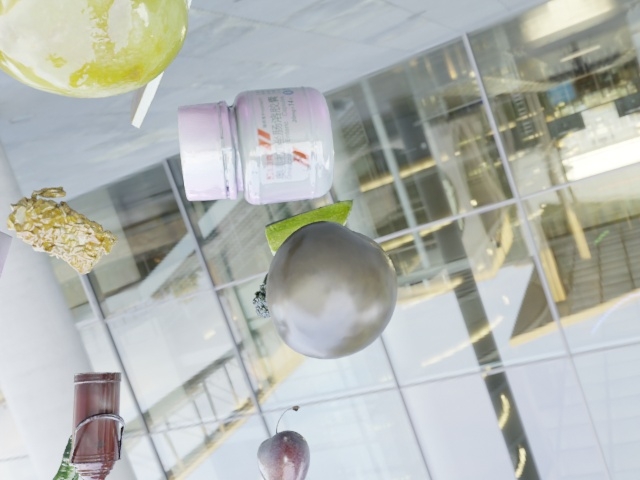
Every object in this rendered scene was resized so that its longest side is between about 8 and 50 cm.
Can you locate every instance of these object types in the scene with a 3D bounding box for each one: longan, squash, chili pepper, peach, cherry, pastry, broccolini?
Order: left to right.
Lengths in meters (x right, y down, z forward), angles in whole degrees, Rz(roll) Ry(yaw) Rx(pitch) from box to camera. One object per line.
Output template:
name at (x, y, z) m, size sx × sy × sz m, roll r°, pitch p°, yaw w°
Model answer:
pastry at (-0.623, -0.032, 1.546) m, size 0.154 × 0.250 × 0.102 m, roll -53°, pitch -154°, yaw -2°
chili pepper at (-0.648, 0.592, 1.675) m, size 0.076 × 0.085 × 0.358 m, roll 2°, pitch -116°, yaw 56°
peach at (-0.371, -0.369, 0.972) m, size 0.316 × 0.281 × 0.314 m, roll -19°, pitch 142°, yaw -24°
broccolini at (-0.113, 0.094, 1.518) m, size 0.068 × 0.091 × 0.202 m, roll -9°, pitch -137°, yaw 22°
cherry at (-0.067, 0.459, 1.352) m, size 0.188 × 0.115 × 0.148 m, roll -47°, pitch -166°, yaw 50°
squash at (0.000, 0.000, 1.707) m, size 0.252 × 0.169 × 0.093 m, roll -17°, pitch -130°, yaw 15°
longan at (0.017, 0.073, 0.909) m, size 0.198 × 0.197 × 0.212 m, roll -19°, pitch 152°, yaw 6°

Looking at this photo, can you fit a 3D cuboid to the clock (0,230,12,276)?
clock at (-0.699, 0.077, 1.266) m, size 0.197 × 0.063 × 0.150 m, roll -39°, pitch -143°, yaw 21°

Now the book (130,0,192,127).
book at (-0.341, -0.465, 1.426) m, size 0.032 × 0.388 × 0.269 m, roll 19°, pitch -154°, yaw -24°

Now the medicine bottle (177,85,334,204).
medicine bottle at (-0.138, -0.195, 1.355) m, size 0.302 × 0.240 × 0.241 m, roll -6°, pitch -177°, yaw -8°

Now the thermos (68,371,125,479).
thermos at (-0.448, 0.382, 1.280) m, size 0.099 × 0.231 × 0.124 m, roll 6°, pitch 164°, yaw -33°
